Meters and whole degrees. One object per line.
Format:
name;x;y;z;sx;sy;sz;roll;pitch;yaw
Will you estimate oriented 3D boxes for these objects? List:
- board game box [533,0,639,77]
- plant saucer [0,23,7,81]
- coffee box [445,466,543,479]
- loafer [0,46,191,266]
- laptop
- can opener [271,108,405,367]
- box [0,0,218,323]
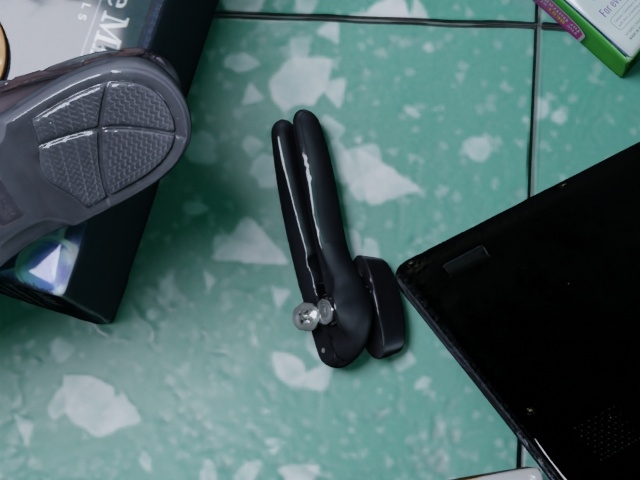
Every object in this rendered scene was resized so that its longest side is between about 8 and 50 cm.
board game box;0.179;-0.310;1.411;0.316;0.064;0.242;43;87;7
plant saucer;-0.235;-0.115;1.223;0.083;0.013;0.083;0;83;2
coffee box;0.031;0.219;1.319;0.246;0.141;0.098;-11;82;1
loafer;-0.218;-0.034;1.189;0.302;0.095;0.109;-22;114;5
laptop;0.309;0.142;1.295;0.382;0.236;0.408;-26;59;-20
can opener;0.000;0.000;1.396;0.059;0.073;0.186;-27;77;39
box;-0.292;-0.144;1.343;0.395;0.212;0.294;17;84;4
